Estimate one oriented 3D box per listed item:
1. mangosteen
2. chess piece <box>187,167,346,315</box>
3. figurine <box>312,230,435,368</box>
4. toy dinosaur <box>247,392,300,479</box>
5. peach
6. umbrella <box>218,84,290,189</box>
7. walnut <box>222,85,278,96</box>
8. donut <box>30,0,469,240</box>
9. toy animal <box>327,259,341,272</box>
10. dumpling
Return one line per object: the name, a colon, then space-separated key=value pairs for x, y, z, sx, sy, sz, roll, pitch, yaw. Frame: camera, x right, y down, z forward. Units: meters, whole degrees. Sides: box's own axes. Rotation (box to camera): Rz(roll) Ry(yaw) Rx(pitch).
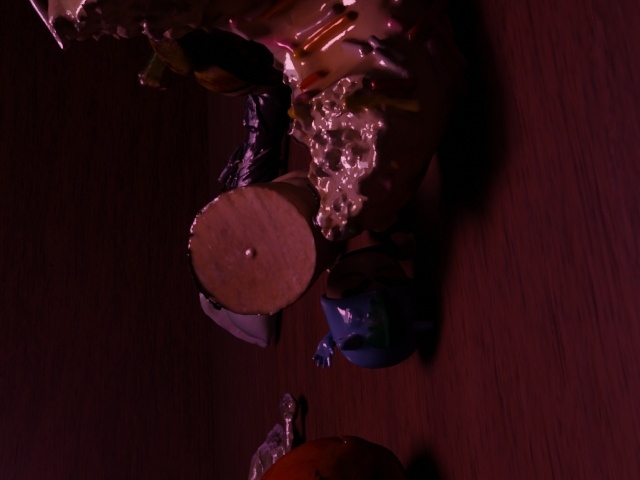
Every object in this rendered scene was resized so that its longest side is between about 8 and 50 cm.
mangosteen: x=-0.110 y=-0.350 z=1.179 sx=0.297 sy=0.314 sz=0.296 roll=-177 pitch=90 yaw=-89
chess piece: x=-0.015 y=-0.019 z=0.945 sx=0.301 sy=0.137 sz=0.137 roll=-31 pitch=-53 yaw=-67
figurine: x=0.049 y=0.062 z=0.917 sx=0.178 sy=0.114 sz=0.144 roll=108 pitch=163 yaw=-78
toy dinosaur: x=-0.072 y=0.390 z=1.520 sx=0.162 sy=0.077 sz=0.294 roll=-96 pitch=28 yaw=-47
peach: x=0.011 y=0.288 z=0.868 sx=0.197 sy=0.198 sz=0.197 roll=-179 pitch=90 yaw=-78
umbrella: x=-0.112 y=-0.184 z=1.682 sx=0.106 sy=0.113 sz=0.357 roll=24 pitch=110 yaw=48
walnut: x=-0.142 y=-0.390 z=1.465 sx=0.253 sy=0.282 sz=0.276 roll=-40 pitch=-27 yaw=-49
donut: x=-0.026 y=-0.198 z=0.775 sx=0.150 sy=0.371 sz=0.307 roll=-39 pitch=18 yaw=51
toy animal: x=0.000 y=0.000 z=1.209 sx=0.219 sy=0.155 sz=0.095 roll=-23 pitch=-90 yaw=-59
dumpling: x=-0.147 y=0.110 z=1.745 sx=0.105 sy=0.149 sz=0.216 roll=-26 pitch=-64 yaw=-58
